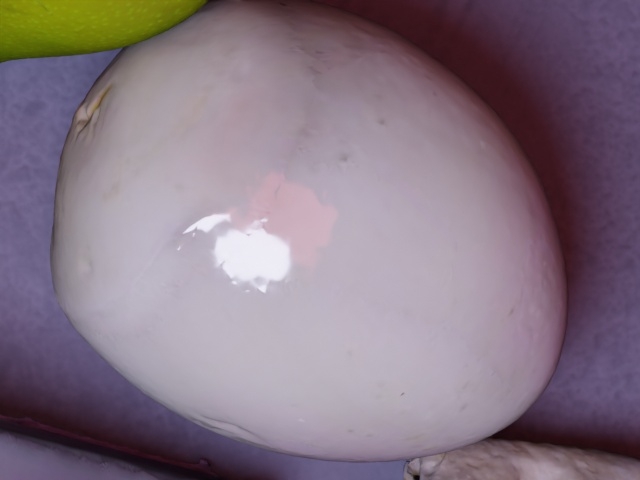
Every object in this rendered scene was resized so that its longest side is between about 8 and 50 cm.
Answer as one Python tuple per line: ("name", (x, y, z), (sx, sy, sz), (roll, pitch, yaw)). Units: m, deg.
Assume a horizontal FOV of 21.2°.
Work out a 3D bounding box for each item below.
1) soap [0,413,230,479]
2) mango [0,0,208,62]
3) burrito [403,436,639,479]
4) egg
("soap", (-0.202, 0.257, 1.092), (0.296, 0.107, 0.285), (22, 87, -31))
("mango", (-0.174, -0.175, 1.021), (0.175, 0.293, 0.143), (14, 67, -48))
("burrito", (0.210, 0.216, 1.158), (0.332, 0.190, 0.135), (9, 67, -9))
("egg", (0.000, 0.000, 1.085), (0.345, 0.283, 0.283), (27, 86, -12))
